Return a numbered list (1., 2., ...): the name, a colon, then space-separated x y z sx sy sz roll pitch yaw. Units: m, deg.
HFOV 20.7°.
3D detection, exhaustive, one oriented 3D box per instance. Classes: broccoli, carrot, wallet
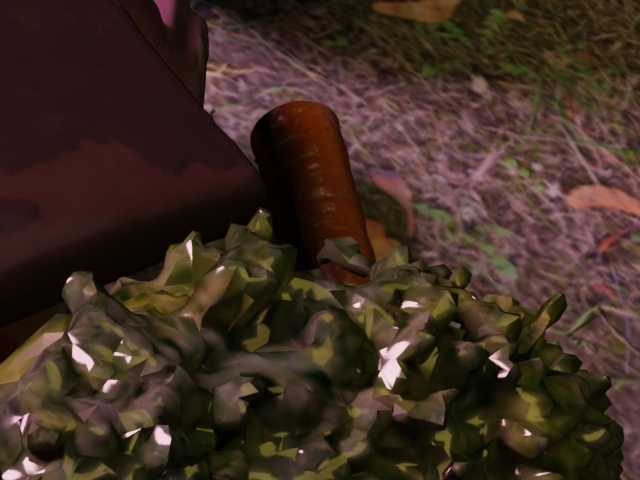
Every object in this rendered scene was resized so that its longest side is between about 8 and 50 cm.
1. broccoli: -0.076 0.153 0.507 0.375 0.302 0.249 -31 86 -13
2. carrot: 0.000 0.000 0.810 0.048 0.048 0.139 4 49 -22
3. wallet: -0.180 -0.015 0.564 0.310 0.042 0.165 -26 62 -35

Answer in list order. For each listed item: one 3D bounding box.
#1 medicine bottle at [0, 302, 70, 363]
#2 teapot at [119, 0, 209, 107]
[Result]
1. medicine bottle: -0.303 -0.003 0.623 0.426 0.108 0.108 5 46 -21
2. teapot: -0.124 -0.059 0.751 0.146 0.116 0.148 5 3 -3
